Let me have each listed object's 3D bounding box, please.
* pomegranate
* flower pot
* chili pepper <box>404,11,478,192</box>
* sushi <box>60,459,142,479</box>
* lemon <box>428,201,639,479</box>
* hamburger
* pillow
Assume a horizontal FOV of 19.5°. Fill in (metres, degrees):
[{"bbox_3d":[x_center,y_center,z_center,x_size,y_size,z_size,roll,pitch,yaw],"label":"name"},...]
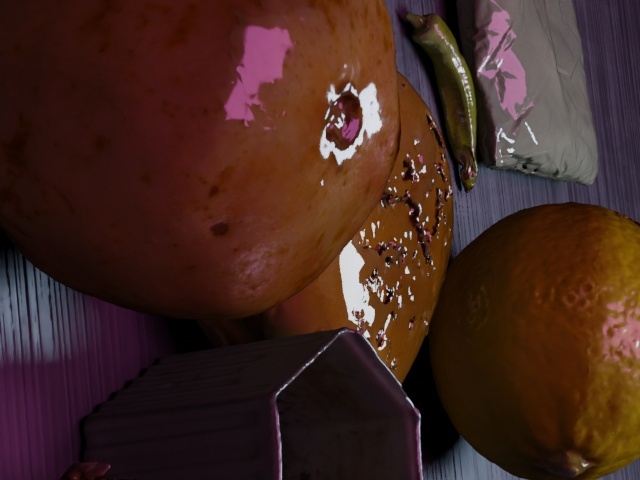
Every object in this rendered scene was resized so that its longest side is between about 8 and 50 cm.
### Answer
[{"bbox_3d":[-0.109,-0.113,1.321,0.342,0.342,0.342,23,62,-54],"label":"pomegranate"},{"bbox_3d":[-0.047,0.194,1.429,0.239,0.189,0.209,-42,116,-56],"label":"flower pot"},{"bbox_3d":[0.142,-0.155,1.976,0.049,0.043,0.208,-62,135,-62],"label":"chili pepper"},{"bbox_3d":[-0.188,0.271,1.228,0.167,0.179,0.296,35,48,-28],"label":"sushi"},{"bbox_3d":[0.239,0.100,1.845,0.293,0.293,0.293,23,62,-54],"label":"lemon"},{"bbox_3d":[0.004,-0.002,1.592,0.304,0.174,0.284,-63,142,-39],"label":"hamburger"},{"bbox_3d":[0.239,-0.206,2.114,0.280,0.076,0.274,7,73,-58],"label":"pillow"}]
